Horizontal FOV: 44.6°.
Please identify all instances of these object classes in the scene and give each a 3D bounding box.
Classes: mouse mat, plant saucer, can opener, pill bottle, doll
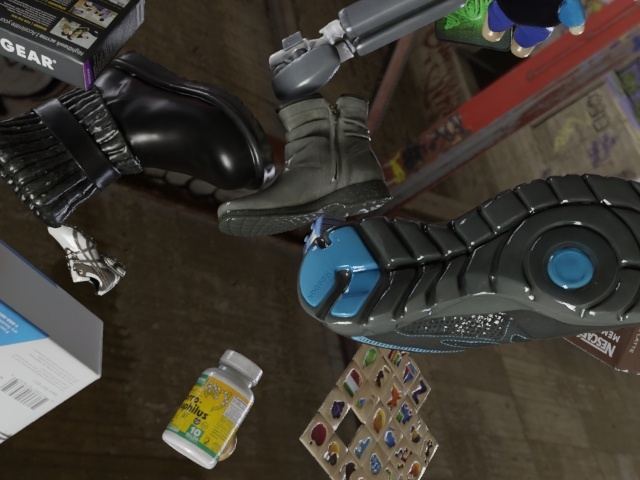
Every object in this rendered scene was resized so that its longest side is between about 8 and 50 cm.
[{"bbox_3d":[0.245,-0.392,1.266,0.007,0.190,0.152,-18,-63,-26],"label":"mouse mat"},{"bbox_3d":[-0.215,0.414,1.610,0.083,0.083,0.015,59,172,4],"label":"plant saucer"},{"bbox_3d":[0.063,-0.267,1.041,0.076,0.283,0.095,43,-152,-57],"label":"can opener"},{"bbox_3d":[-0.202,0.322,1.510,0.117,0.117,0.208,42,-114,-21],"label":"pill bottle"},{"bbox_3d":[0.203,-0.239,0.774,0.129,0.046,0.189,29,177,3],"label":"doll"}]

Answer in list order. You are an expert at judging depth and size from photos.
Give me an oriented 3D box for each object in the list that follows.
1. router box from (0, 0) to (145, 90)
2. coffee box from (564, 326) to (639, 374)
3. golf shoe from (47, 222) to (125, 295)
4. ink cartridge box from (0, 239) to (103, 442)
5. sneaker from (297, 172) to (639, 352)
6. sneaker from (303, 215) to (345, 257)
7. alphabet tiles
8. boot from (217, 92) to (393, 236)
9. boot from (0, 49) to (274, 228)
[{"bbox_3d":[-0.305,-0.254,0.861,0.179,0.046,0.133,23,-125,4],"label":"router box"},{"bbox_3d":[0.410,0.085,1.164,0.098,0.141,0.246,14,-167,-29],"label":"coffee box"},{"bbox_3d":[-0.524,0.039,1.700,0.198,0.077,0.094,42,-117,-17],"label":"golf shoe"},{"bbox_3d":[-0.507,0.175,1.129,0.223,0.307,0.129,48,-166,-35],"label":"ink cartridge box"},{"bbox_3d":[0.159,0.030,0.671,0.139,0.341,0.125,55,-145,-62],"label":"sneaker"},{"bbox_3d":[0.000,0.000,1.327,0.053,0.059,0.144,14,-88,-34],"label":"sneaker"},{"bbox_3d":[0.081,0.245,1.013,0.198,0.009,0.237,-52,-52,-29],"label":"alphabet tiles"},{"bbox_3d":[-0.033,-0.101,1.000,0.246,0.083,0.161,-13,-100,-25],"label":"boot"},{"bbox_3d":[-0.256,-0.107,1.023,0.348,0.131,0.260,29,-126,33],"label":"boot"}]
